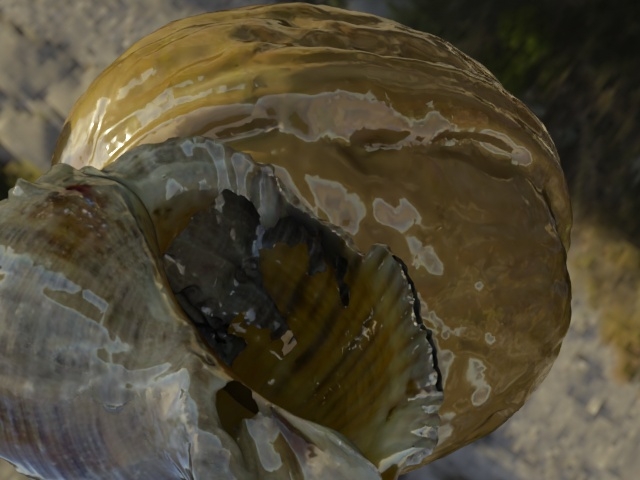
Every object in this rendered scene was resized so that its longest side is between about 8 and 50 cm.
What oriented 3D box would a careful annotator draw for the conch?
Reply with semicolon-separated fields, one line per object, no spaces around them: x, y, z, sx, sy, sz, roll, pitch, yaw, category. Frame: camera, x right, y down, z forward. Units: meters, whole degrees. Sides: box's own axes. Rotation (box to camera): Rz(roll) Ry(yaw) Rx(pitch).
-0.051;0.048;0.852;0.245;0.178;0.163;33;168;27;conch

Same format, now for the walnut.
0.000;0.000;1.218;0.333;0.333;0.333;23;140;21;walnut
